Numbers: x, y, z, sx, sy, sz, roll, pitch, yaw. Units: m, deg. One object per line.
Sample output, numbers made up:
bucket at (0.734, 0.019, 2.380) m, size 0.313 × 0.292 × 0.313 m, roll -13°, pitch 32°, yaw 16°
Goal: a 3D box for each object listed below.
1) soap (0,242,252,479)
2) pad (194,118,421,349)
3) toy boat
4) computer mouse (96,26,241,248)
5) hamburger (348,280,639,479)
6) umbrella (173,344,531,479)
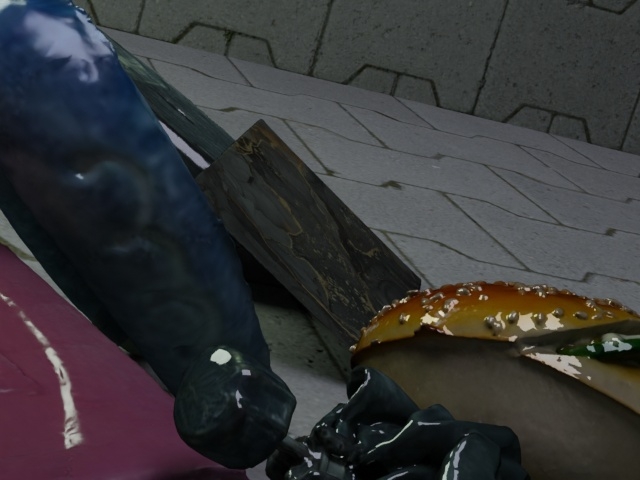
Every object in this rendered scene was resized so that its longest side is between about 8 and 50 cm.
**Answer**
soap at (-0.230, 0.088, 0.640) m, size 0.233 × 0.128 × 0.359 m, roll 0°, pitch 21°, yaw -39°
pad at (0.000, 0.000, 1.197) m, size 0.247 × 0.007 × 0.367 m, roll 45°, pitch 14°, yaw -4°
toy boat at (-0.157, -0.005, 0.840) m, size 0.123 × 0.330 × 0.215 m, roll -36°, pitch 43°, yaw -18°
computer mouse at (-0.172, -0.087, 1.266) m, size 0.374 × 0.114 × 0.203 m, roll 41°, pitch 11°, yaw 15°
hamburger at (0.128, 0.104, 0.839) m, size 0.236 × 0.147 × 0.237 m, roll 18°, pitch -15°, yaw 5°
umbrella at (0.071, 0.136, 0.613) m, size 0.349 × 0.094 × 0.143 m, roll 38°, pitch -13°, yaw -34°
